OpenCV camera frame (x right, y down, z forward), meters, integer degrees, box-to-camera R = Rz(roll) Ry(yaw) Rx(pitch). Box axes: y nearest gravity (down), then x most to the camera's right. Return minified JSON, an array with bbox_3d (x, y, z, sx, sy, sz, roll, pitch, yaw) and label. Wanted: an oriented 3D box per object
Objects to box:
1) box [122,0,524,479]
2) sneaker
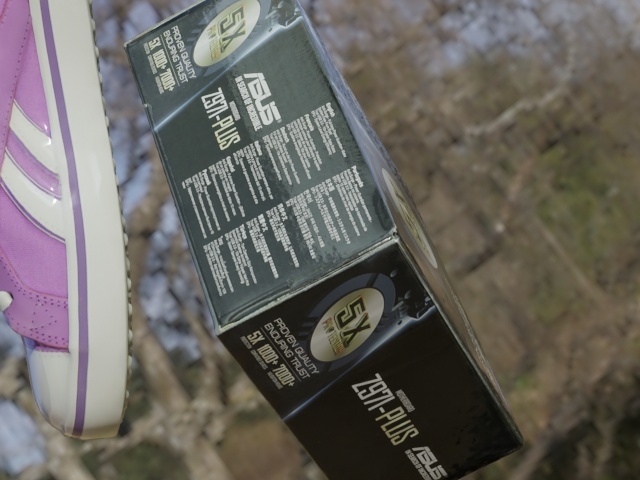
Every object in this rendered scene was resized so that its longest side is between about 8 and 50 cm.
[{"bbox_3d":[0.000,0.000,0.757,0.077,0.180,0.147,-28,-45,6],"label":"box"},{"bbox_3d":[-0.175,-0.038,0.848,0.161,0.282,0.102,-10,1,-10],"label":"sneaker"}]
